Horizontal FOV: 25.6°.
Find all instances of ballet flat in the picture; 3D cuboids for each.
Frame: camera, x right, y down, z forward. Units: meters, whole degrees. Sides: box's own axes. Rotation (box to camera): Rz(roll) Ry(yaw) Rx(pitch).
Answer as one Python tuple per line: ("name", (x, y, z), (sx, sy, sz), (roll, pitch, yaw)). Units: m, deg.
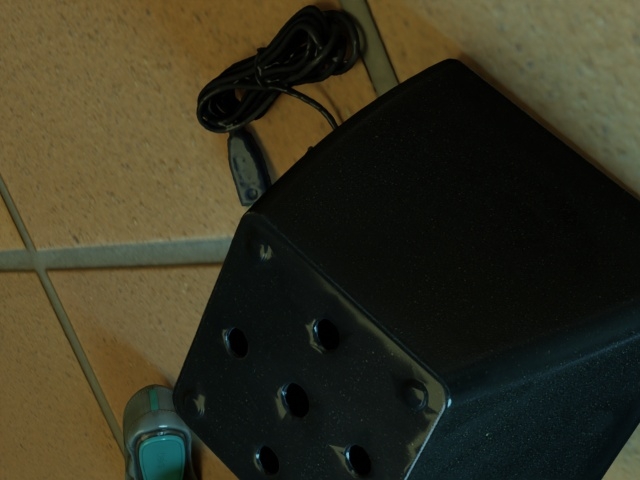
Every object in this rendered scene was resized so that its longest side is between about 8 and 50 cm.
("ballet flat", (-0.146, 0.209, 1.283), (0.213, 0.072, 0.068), (97, 162, -46))

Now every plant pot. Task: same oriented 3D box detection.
("plant pot", (0.041, 0.051, 0.671), (0.187, 0.167, 0.188), (42, 129, 25))

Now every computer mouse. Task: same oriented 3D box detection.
("computer mouse", (0.000, 0.000, 0.858), (0.184, 0.060, 0.262), (-11, 106, 59))
